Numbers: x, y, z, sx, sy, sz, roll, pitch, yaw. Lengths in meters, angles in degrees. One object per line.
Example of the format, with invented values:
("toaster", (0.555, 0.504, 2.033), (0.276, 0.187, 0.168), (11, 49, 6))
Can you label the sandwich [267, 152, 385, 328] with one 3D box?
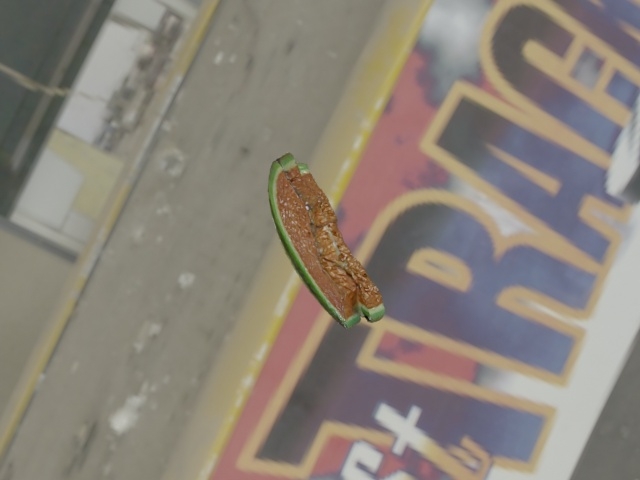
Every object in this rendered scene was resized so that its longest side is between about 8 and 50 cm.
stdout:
("sandwich", (-0.002, -0.002, 0.948), (0.029, 0.135, 0.067), (-31, 16, -25))
